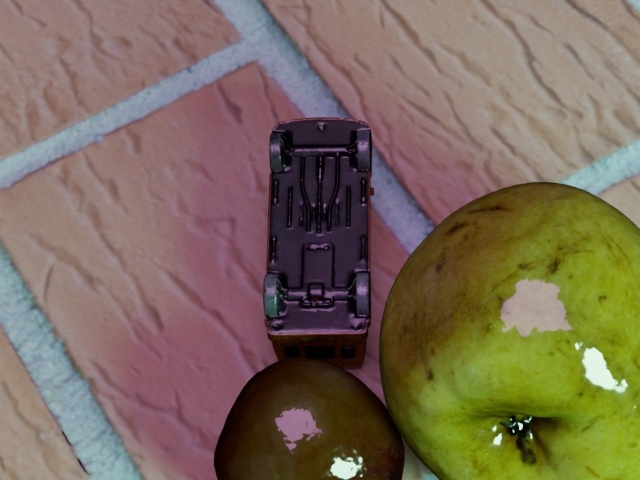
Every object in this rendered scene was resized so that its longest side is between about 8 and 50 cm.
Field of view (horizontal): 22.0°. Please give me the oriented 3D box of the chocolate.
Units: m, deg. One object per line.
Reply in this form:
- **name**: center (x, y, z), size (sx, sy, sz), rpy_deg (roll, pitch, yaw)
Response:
- **chocolate**: center (-0.005, 0.194, 1.518), size (0.177, 0.176, 0.176), rpy_deg (-1, 57, 2)

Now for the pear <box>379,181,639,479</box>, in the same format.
- **pear**: center (0.201, 0.095, 1.503), size (0.304, 0.304, 0.303), rpy_deg (-1, 57, 2)

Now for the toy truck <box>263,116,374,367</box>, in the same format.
- **toy truck**: center (0.000, 0.000, 1.668), size (0.108, 0.114, 0.252), rpy_deg (-1, 59, 4)
